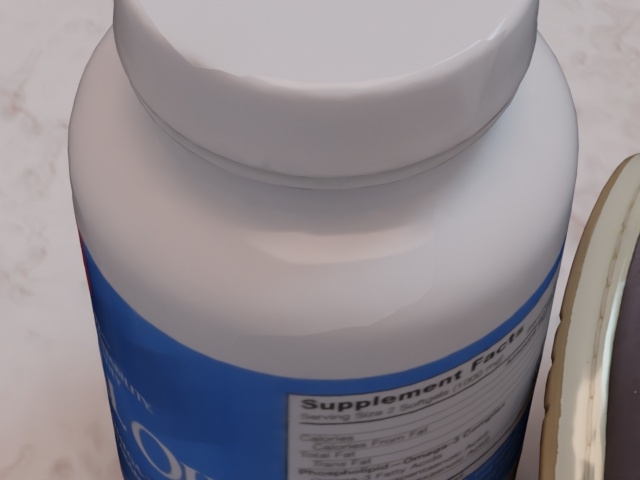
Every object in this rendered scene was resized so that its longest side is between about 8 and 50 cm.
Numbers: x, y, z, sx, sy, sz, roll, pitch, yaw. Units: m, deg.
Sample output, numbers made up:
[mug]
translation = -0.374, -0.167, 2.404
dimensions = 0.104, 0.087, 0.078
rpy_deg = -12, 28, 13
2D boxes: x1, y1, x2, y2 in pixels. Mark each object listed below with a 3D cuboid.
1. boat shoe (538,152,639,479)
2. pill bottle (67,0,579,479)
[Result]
[boat shoe]
translation = 0.103, 0.104, 0.429
dimensions = 0.092, 0.103, 0.285
rpy_deg = -3, 55, 23
[pill bottle]
translation = 0.000, 0.000, 0.442
dimensions = 0.124, 0.221, 0.124
rpy_deg = 0, 53, 0
